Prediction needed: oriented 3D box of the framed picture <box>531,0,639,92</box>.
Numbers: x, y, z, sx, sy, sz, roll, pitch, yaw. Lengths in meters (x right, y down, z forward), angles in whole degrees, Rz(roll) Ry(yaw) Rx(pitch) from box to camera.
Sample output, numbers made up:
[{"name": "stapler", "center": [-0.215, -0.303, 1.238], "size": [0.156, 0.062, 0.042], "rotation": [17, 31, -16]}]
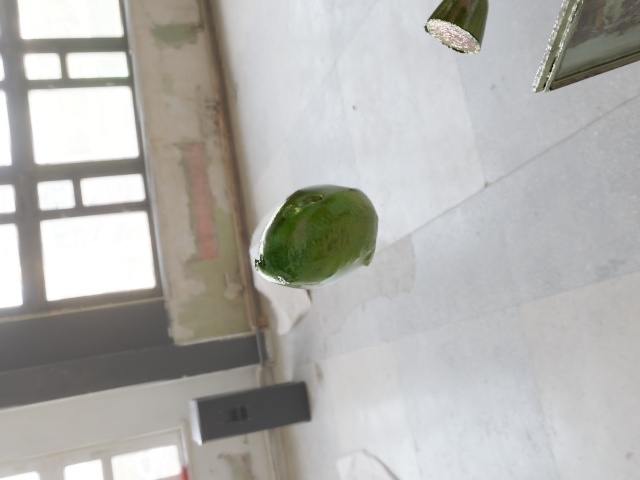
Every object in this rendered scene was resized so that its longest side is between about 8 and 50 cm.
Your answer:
[{"name": "framed picture", "center": [0.339, -0.231, 0.610], "size": [0.217, 0.274, 0.017], "rotation": [73, 177, -69]}]

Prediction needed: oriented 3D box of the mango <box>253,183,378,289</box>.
[{"name": "mango", "center": [0.001, 0.000, 0.725], "size": [0.100, 0.178, 0.119], "rotation": [21, 114, 26]}]

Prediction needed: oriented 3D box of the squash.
[{"name": "squash", "center": [0.241, -0.390, 1.111], "size": [0.132, 0.105, 0.105], "rotation": [-65, 23, 0]}]
